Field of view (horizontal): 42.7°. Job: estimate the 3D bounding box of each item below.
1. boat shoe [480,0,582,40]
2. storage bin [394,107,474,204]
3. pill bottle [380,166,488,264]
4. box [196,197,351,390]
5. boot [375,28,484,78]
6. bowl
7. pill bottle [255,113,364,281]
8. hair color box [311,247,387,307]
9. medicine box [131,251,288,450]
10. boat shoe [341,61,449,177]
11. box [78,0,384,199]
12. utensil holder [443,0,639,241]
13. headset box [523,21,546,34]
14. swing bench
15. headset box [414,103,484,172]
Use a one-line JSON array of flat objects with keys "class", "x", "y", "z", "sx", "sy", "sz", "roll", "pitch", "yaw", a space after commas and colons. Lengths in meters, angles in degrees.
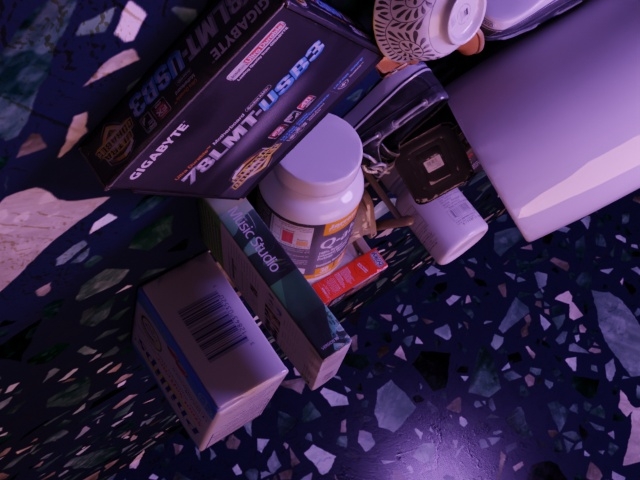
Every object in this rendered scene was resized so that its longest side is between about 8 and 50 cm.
[{"class": "boat shoe", "x": 0.368, "y": -0.400, "z": 1.250, "sx": 0.301, "sy": 0.108, "sz": 0.102, "roll": -33, "pitch": 166, "yaw": -1}, {"class": "storage bin", "x": 0.189, "y": -0.161, "z": 1.474, "sx": 0.122, "sy": 0.084, "sz": 0.180, "roll": -29, "pitch": 143, "yaw": 8}, {"class": "pill bottle", "x": 0.232, "y": -0.074, "z": 1.715, "sx": 0.131, "sy": 0.229, "sz": 0.131, "roll": -34, "pitch": 166, "yaw": -10}, {"class": "box", "x": -0.078, "y": 0.066, "z": 1.248, "sx": 0.058, "sy": 0.322, "sz": 0.232, "roll": -35, "pitch": 167, "yaw": -16}, {"class": "boot", "x": 0.148, "y": -0.283, "z": 1.181, "sx": 0.152, "sy": 0.073, "sz": 0.197, "roll": -40, "pitch": 153, "yaw": 11}, {"class": "bowl", "x": 0.150, "y": -0.289, "z": 1.006, "sx": 0.170, "sy": 0.080, "sz": 0.170, "roll": -31, "pitch": 137, "yaw": -33}, {"class": "pill bottle", "x": -0.020, "y": -0.063, "z": 1.275, "sx": 0.162, "sy": 0.162, "sz": 0.278, "roll": -30, "pitch": 158, "yaw": -23}, {"class": "hair color box", "x": 0.045, "y": 0.073, "z": 1.446, "sx": 0.141, "sy": 0.043, "sz": 0.072, "roll": -30, "pitch": 169, "yaw": -22}, {"class": "medicine box", "x": -0.215, "y": 0.212, "z": 1.505, "sx": 0.149, "sy": 0.263, "sz": 0.289, "roll": -28, "pitch": 163, "yaw": -27}, {"class": "boat shoe", "x": 0.087, "y": -0.159, "z": 1.354, "sx": 0.306, "sy": 0.105, "sz": 0.113, "roll": -43, "pitch": 165, "yaw": 23}, {"class": "box", "x": -0.090, "y": -0.169, "z": 0.981, "sx": 0.295, "sy": 0.073, "sz": 0.293, "roll": -42, "pitch": 166, "yaw": 19}, {"class": "utensil holder", "x": 0.437, "y": -0.220, "z": 1.336, "sx": 0.385, "sy": 0.328, "sz": 0.327, "roll": -29, "pitch": 168, "yaw": 14}, {"class": "headset box", "x": 0.402, "y": -0.398, "z": 1.487, "sx": 0.062, "sy": 0.032, "sz": 0.083, "roll": -37, "pitch": 164, "yaw": 1}, {"class": "swing bench", "x": 0.000, "y": 0.000, "z": 1.560, "sx": 0.253, "sy": 0.165, "sz": 0.255, "roll": -31, "pitch": 170, "yaw": -23}, {"class": "headset box", "x": 0.321, "y": -0.234, "z": 1.659, "sx": 0.218, "sy": 0.110, "sz": 0.293, "roll": -45, "pitch": 163, "yaw": 33}]
